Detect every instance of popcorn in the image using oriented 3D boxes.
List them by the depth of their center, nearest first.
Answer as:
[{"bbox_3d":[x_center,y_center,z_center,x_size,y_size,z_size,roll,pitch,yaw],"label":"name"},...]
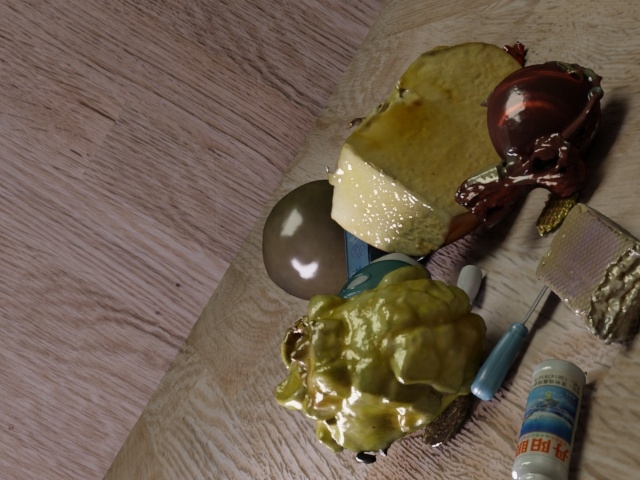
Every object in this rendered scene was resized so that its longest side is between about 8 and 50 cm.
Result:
[{"bbox_3d":[0.078,0.157,1.677,0.286,0.252,0.215,-52,52,43],"label":"popcorn"}]

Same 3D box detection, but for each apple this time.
[{"bbox_3d":[0.174,-0.146,1.981,0.309,0.252,0.314,-44,25,-30],"label":"apple"}]

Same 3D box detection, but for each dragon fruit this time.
[{"bbox_3d":[0.309,-0.298,2.240,0.131,0.063,0.097,-62,13,-13],"label":"dragon fruit"}]

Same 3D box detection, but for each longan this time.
[{"bbox_3d":[0.000,0.000,2.423,0.248,0.248,0.248,-55,13,19],"label":"longan"}]

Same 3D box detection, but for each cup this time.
[{"bbox_3d":[0.100,0.105,1.897,0.300,0.167,0.173,-23,19,23],"label":"cup"}]

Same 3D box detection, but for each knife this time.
[{"bbox_3d":[0.257,0.088,1.589,0.244,0.032,0.058,-57,-12,-4],"label":"knife"}]

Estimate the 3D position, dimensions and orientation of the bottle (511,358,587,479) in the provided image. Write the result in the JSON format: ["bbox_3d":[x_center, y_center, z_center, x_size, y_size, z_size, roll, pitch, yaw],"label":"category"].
[{"bbox_3d":[0.229,0.221,1.327,0.060,0.060,0.217,-45,19,48],"label":"bottle"}]

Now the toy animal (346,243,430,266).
[{"bbox_3d":[0.121,-0.014,2.186,0.146,0.115,0.245,-56,12,9],"label":"toy animal"}]

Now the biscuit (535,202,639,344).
[{"bbox_3d":[0.310,0.034,1.447,0.108,0.062,0.239,-59,11,9],"label":"biscuit"}]

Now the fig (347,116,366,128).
[{"bbox_3d":[0.179,-0.163,2.218,0.148,0.202,0.149,-45,-23,1],"label":"fig"}]

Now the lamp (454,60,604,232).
[{"bbox_3d":[0.279,-0.144,1.739,0.215,0.151,0.223,-29,19,42],"label":"lamp"}]

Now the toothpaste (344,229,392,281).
[{"bbox_3d":[0.075,-0.017,2.105,0.053,0.066,0.272,-33,39,28],"label":"toothpaste"}]

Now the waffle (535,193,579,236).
[{"bbox_3d":[0.316,-0.049,1.725,0.078,0.016,0.085,-40,22,45],"label":"waffle"}]

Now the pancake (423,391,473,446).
[{"bbox_3d":[0.167,0.219,1.681,0.115,0.011,0.115,-55,13,19],"label":"pancake"}]
